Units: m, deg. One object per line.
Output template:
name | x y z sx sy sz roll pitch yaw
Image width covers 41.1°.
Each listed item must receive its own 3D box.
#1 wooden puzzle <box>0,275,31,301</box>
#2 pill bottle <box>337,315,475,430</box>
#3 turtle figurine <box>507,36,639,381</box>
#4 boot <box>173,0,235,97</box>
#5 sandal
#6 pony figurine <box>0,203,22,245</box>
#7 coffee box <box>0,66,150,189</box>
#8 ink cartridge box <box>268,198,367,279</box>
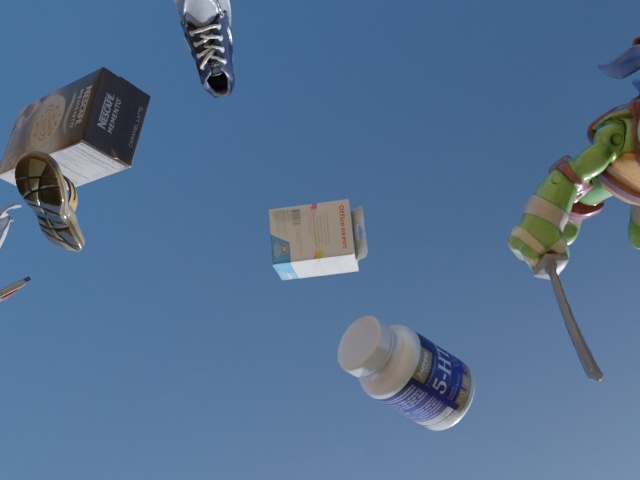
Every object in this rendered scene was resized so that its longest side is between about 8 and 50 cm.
wooden puzzle | -0.380 0.070 0.980 0.078 0.116 0.014 -18 -79 55
pill bottle | 0.119 0.184 1.210 0.112 0.187 0.112 -38 -146 31
turtle figurine | 0.253 0.001 0.672 0.198 0.266 0.274 -28 -96 5
boot | -0.138 -0.257 1.076 0.069 0.190 0.086 -13 -107 1
sandal | -0.338 -0.055 1.092 0.072 0.180 0.049 16 -125 15
pony figurine | -0.402 0.102 0.585 0.303 0.363 0.351 -37 -145 31
coffee box | -0.406 -0.171 1.395 0.246 0.098 0.141 -13 -122 38
ink cartridge box | 0.000 0.000 1.317 0.143 0.090 0.092 -6 -110 5
